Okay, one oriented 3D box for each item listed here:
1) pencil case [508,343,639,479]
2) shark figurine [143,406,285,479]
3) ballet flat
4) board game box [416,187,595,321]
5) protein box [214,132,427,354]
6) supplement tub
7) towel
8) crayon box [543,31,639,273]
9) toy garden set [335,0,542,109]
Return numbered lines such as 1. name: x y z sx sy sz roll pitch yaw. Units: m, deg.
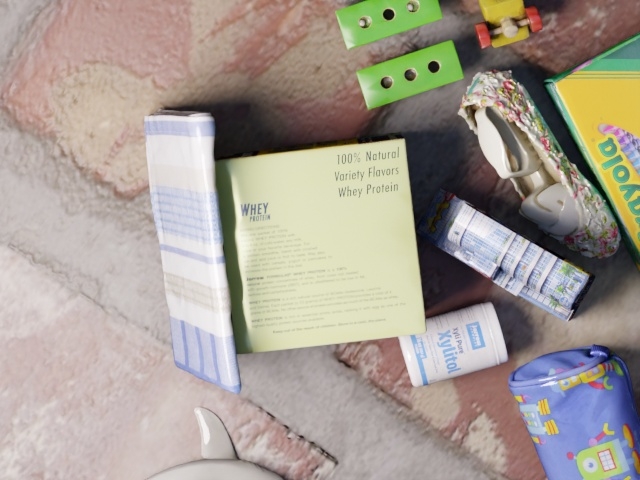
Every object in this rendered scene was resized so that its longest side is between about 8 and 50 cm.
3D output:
1. pencil case: 0.313 0.256 1.801 0.133 0.119 0.306 -23 96 14
2. shark figurine: -0.164 0.292 1.805 0.278 0.116 0.166 -25 94 0
3. ballet flat: 0.223 -0.070 1.782 0.241 0.077 0.091 54 138 1
4. board game box: 0.188 0.013 1.763 0.194 0.194 0.060 30 94 11
5. protein box: 0.000 0.000 1.765 0.199 0.136 0.201 -7 96 1
6. supplement tub: 0.141 0.112 1.810 0.107 0.071 0.071 -17 96 2
7. towel: -0.129 0.004 1.734 0.034 0.209 0.285 -9 96 -19
8. crayon box: 0.374 -0.085 1.788 0.165 0.081 0.278 -28 95 2
9. toy garden set: 0.107 -0.286 1.785 0.203 0.049 0.244 -18 95 3
